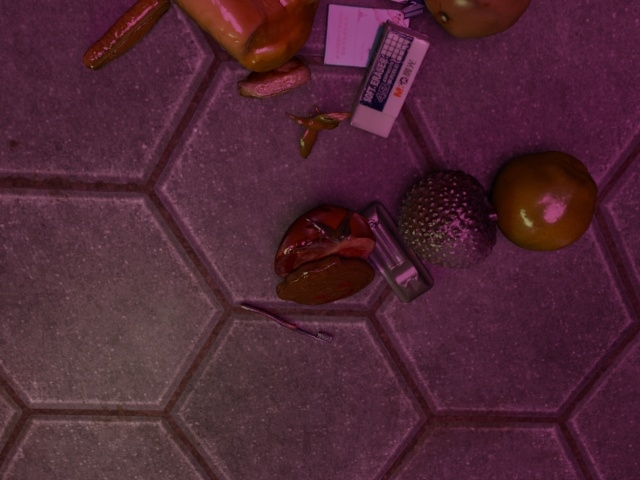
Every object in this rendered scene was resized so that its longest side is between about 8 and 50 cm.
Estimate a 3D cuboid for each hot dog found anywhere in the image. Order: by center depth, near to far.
[{"bbox_3d":[-0.527,-0.567,1.557,0.289,0.083,0.068,-36,86,8],"label":"hot dog"}]

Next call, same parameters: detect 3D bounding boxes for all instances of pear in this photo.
[{"bbox_3d":[0.630,-0.109,1.653,0.294,0.294,0.294,-1,108,-2],"label":"pear"}]

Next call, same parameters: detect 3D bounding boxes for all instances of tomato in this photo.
[{"bbox_3d":[0.000,-0.006,1.696,0.309,0.309,0.170,-8,63,-4],"label":"tomato"}]

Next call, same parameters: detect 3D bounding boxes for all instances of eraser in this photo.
[{"bbox_3d":[0.186,-0.439,1.586,0.130,0.086,0.287,18,122,-10],"label":"eraser"}]

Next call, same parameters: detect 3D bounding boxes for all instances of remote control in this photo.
[{"bbox_3d":[0.220,0.041,1.784,0.128,0.065,0.335,-35,106,6],"label":"remote control"}]

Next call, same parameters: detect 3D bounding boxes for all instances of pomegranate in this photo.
[{"bbox_3d":[0.409,-0.677,1.452,0.319,0.319,0.319,-1,108,-2],"label":"pomegranate"}]

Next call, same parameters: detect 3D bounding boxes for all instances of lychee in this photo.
[{"bbox_3d":[0.365,-0.050,1.650,0.300,0.300,0.300,-1,108,-2],"label":"lychee"}]

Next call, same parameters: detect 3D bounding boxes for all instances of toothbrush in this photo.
[{"bbox_3d":[-0.111,0.268,1.863,0.321,0.023,0.031,21,98,-10],"label":"toothbrush"}]

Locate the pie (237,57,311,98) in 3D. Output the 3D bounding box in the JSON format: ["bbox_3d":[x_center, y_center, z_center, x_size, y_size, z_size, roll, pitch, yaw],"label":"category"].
[{"bbox_3d":[-0.127,-0.436,1.560,0.205,0.179,0.084,-22,112,-2],"label":"pie"}]

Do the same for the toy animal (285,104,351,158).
[{"bbox_3d":[-0.027,-0.337,1.643,0.155,0.095,0.219,31,134,-12],"label":"toy animal"}]

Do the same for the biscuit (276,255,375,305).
[{"bbox_3d":[0.020,0.129,1.724,0.273,0.049,0.257,-34,145,33],"label":"biscuit"}]

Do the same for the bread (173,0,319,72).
[{"bbox_3d":[-0.195,-0.617,1.436,0.394,0.250,0.361,46,68,-13],"label":"bread"}]

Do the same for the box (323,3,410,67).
[{"bbox_3d":[0.127,-0.561,1.602,0.229,0.041,0.162,3,109,-3],"label":"box"}]

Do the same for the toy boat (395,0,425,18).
[{"bbox_3d":[0.196,-0.746,1.523,0.291,0.070,0.210,34,95,-10],"label":"toy boat"}]
